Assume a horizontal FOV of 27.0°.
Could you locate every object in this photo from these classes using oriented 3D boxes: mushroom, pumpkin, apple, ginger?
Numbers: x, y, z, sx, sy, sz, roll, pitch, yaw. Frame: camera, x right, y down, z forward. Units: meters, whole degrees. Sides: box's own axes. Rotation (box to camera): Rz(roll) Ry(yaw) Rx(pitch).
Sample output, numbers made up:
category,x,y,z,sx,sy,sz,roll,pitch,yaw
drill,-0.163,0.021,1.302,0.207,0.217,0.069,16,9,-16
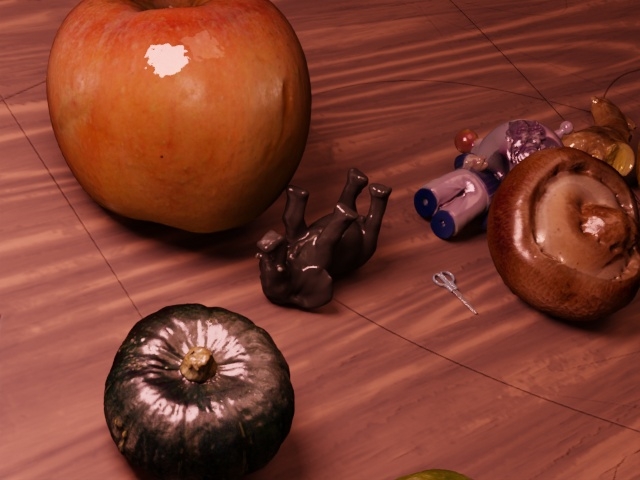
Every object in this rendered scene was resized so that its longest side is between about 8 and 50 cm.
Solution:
category,x,y,z,sx,sy,sz,roll,pitch,yaw
mushroom,0.349,-0.006,1.883,0.253,0.153,0.253,7,67,-18
pumpkin,-0.131,0.163,1.434,0.211,0.152,0.212,11,37,-9
apple,-0.177,-0.165,1.684,0.338,0.305,0.338,1,25,0
ginger,0.465,-0.173,2.241,0.131,0.086,0.294,6,25,13

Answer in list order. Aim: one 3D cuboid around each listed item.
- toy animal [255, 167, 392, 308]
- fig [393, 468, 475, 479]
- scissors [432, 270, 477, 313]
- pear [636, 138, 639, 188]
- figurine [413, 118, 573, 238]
category,x,y,z,sx,sy,sz,roll,pitch,yaw
toy animal,0.002,0.003,1.710,0.245,0.146,0.114,-11,43,-39
fig,0.075,0.328,1.362,0.235,0.203,0.203,7,29,28
scissors,0.188,0.072,1.842,0.036,0.006,0.083,-16,53,-38
pear,0.648,-0.133,2.133,0.283,0.284,0.284,15,38,-12
figurine,0.257,-0.101,1.992,0.274,0.133,0.194,-4,56,-26
